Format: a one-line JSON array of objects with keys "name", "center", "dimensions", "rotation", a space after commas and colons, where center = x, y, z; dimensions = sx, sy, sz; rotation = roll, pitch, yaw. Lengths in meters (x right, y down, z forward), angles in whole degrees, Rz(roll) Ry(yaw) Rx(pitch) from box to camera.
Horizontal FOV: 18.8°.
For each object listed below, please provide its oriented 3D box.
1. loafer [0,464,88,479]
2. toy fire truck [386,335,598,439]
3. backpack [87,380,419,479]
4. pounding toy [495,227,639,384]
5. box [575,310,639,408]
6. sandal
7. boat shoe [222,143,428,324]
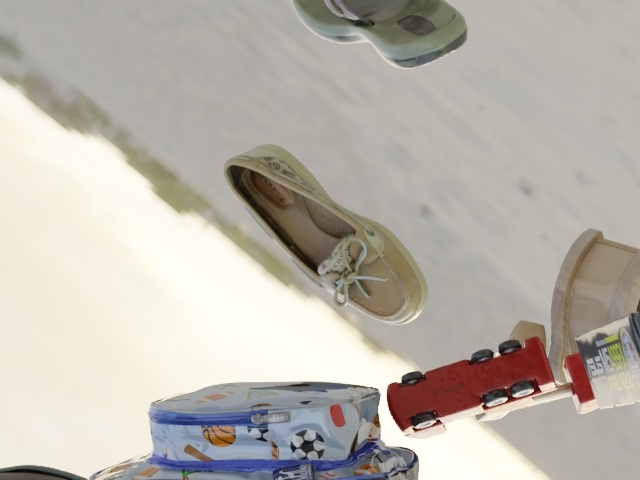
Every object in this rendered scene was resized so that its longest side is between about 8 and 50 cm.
[{"name": "loafer", "center": [-0.341, 0.277, 1.931], "dimensions": [0.267, 0.096, 0.084], "rotation": [9, -145, -4]}, {"name": "toy fire truck", "center": [0.159, 0.130, 1.663], "dimensions": [0.135, 0.192, 0.047], "rotation": [55, -163, -68]}, {"name": "backpack", "center": [-0.057, 0.218, 1.559], "dimensions": [0.276, 0.263, 0.213], "rotation": [24, -124, -76]}, {"name": "pounding toy", "center": [0.260, 0.064, 1.871], "dimensions": [0.155, 0.154, 0.269], "rotation": [17, -172, 34]}, {"name": "box", "center": [0.323, 0.045, 1.308], "dimensions": [0.216, 0.270, 0.060], "rotation": [102, 151, -84]}, {"name": "sandal", "center": [0.064, -0.275, 2.164], "dimensions": [0.303, 0.120, 0.086], "rotation": [31, 155, 56]}, {"name": "boat shoe", "center": [0.000, 0.000, 2.263], "dimensions": [0.285, 0.104, 0.089], "rotation": [39, -160, 13]}]
